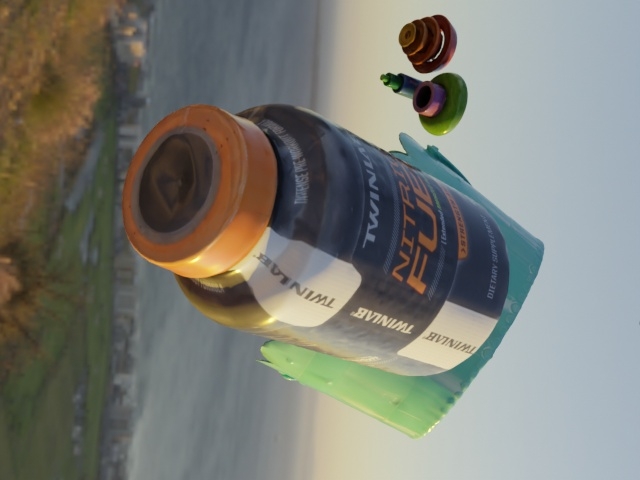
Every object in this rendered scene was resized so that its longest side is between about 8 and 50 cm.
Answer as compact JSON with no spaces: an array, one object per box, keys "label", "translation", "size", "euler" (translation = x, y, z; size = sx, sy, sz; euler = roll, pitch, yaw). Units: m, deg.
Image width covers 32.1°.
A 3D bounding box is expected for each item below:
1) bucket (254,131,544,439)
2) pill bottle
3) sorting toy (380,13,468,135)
[{"label":"bucket","translation":[0.083,0.052,1.121],"size":[0.281,0.183,0.281],"euler":[-57,180,0]},{"label":"pill bottle","translation":[0.000,0.000,0.655],"size":[0.246,0.131,0.130],"euler":[21,68,-50]},{"label":"sorting toy","translation":[0.078,-0.132,0.874],"size":[0.061,0.042,0.101],"euler":[-30,-124,46]}]
